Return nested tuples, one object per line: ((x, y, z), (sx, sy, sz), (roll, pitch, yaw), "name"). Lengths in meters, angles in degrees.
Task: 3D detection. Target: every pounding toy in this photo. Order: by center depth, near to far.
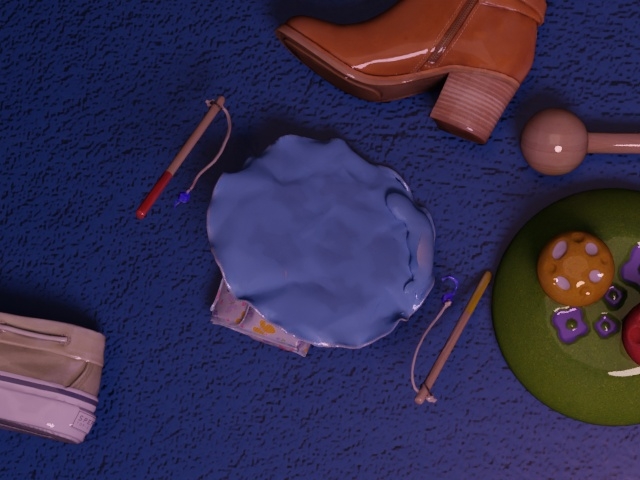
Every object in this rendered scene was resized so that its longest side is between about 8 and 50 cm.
((0.218, 0.019, 0.909), (0.182, 0.110, 0.237), (7, 85, 11), "pounding toy")

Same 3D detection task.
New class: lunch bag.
((-0.041, 0.045, 0.982), (0.083, 0.053, 0.071), (20, 81, 15), "lunch bag")

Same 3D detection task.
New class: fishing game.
((0.000, 0.000, 0.952), (0.264, 0.041, 0.189), (30, 54, -2), "fishing game")

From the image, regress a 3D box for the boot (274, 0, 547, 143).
((0.077, -0.179, 0.982), (0.197, 0.073, 0.152), (24, 86, 5), "boot")

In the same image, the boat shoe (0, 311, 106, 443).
((-0.319, 0.087, 1.014), (0.302, 0.109, 0.094), (15, 71, 3), "boat shoe")
